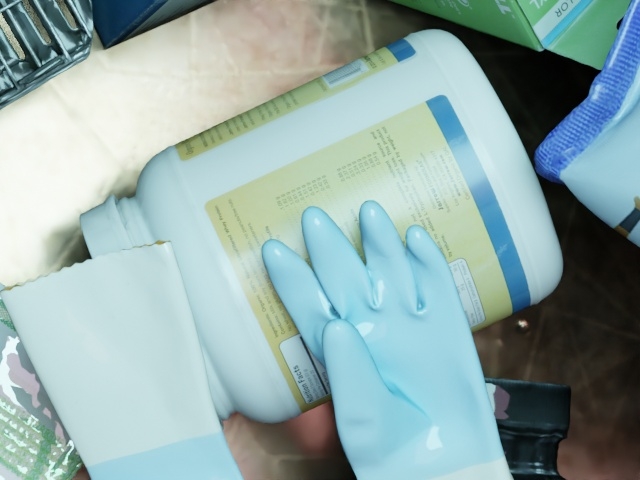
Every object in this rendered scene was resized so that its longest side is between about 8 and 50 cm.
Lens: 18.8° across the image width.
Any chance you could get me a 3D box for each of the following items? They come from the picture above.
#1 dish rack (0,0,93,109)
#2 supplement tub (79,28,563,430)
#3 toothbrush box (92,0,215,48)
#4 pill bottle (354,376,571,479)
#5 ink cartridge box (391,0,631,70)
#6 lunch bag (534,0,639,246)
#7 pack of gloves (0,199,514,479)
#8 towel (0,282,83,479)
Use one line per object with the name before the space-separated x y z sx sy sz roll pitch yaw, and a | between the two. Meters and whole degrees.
dish rack | -0.251 -0.110 0.897 0.271 0.074 0.208 -31 97 -7
supplement tub | 0.000 0.000 0.929 0.200 0.144 0.144 -25 94 -1
toothbrush box | -0.092 -0.258 0.888 0.126 0.216 0.295 -25 95 -15
pill bottle | 0.070 0.177 0.961 0.123 0.123 0.219 7 85 -15
ink cartridge box | 0.099 -0.158 0.939 0.109 0.209 0.062 -46 127 -13
lunch bag | 0.336 -0.013 0.876 0.328 0.385 0.239 38 109 29
pack of gloves | -0.016 0.105 0.854 0.195 0.046 0.232 -17 106 9
towel | -0.180 0.100 0.952 0.113 0.023 0.152 39 81 -8
